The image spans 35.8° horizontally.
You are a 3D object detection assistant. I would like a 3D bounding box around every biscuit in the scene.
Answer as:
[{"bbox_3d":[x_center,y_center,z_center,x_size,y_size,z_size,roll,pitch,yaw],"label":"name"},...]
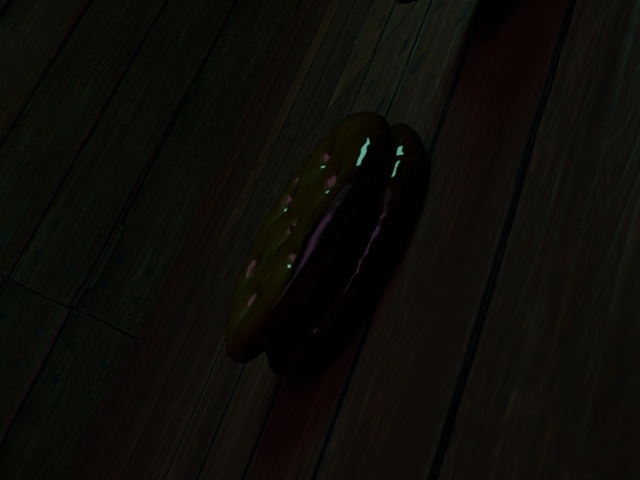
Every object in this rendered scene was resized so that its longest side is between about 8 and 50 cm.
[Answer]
[{"bbox_3d":[0.000,0.000,0.754,0.220,0.066,0.220,-57,13,21],"label":"biscuit"}]

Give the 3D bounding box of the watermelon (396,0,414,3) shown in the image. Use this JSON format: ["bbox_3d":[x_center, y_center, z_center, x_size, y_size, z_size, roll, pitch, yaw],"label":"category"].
[{"bbox_3d":[0.089,-0.338,0.757,0.283,0.293,0.250,-56,-18,15],"label":"watermelon"}]
